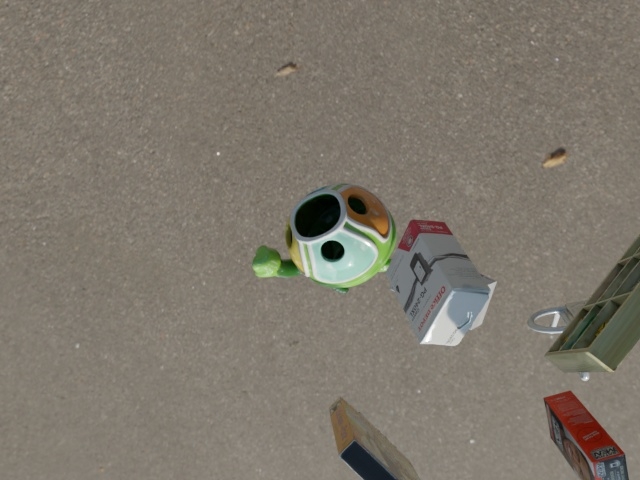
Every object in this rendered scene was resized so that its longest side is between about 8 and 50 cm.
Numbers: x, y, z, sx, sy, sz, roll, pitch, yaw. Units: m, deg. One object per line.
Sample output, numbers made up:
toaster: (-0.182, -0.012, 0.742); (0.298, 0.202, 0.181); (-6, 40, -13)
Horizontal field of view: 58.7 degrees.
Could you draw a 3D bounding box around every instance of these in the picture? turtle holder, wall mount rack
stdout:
turtle holder: (0.008, -0.018, 1.351); (0.320, 0.243, 0.227); (1, 162, 26)
wall mount rack: (0.615, 0.177, 1.197); (0.350, 0.304, 0.130); (-11, 102, 12)

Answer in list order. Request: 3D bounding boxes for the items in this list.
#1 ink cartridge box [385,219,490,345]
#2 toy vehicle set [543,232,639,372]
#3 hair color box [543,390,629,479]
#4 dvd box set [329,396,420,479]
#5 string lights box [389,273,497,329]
ink cartridge box: (0.161, 0.058, 0.810); (0.063, 0.150, 0.109); (6, 127, -22)
toy vehicle set: (0.403, 0.056, 0.726); (0.267, 0.035, 0.166); (-48, 168, -8)
hair color box: (0.344, 0.267, 0.743); (0.043, 0.141, 0.072); (-16, 106, 2)
dvd box set: (0.161, 0.596, 1.548); (0.307, 0.420, 0.062); (44, 87, 0)
string lights box: (0.328, 0.121, 1.549); (0.077, 0.259, 0.133); (-9, 119, -52)
